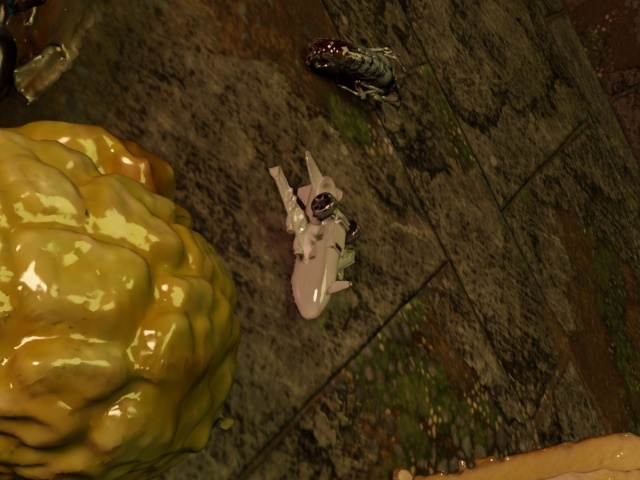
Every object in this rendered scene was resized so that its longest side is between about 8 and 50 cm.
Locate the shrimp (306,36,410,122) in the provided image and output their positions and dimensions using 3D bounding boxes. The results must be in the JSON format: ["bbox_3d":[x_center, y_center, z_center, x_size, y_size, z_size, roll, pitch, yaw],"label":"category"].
[{"bbox_3d":[0.059,-0.199,1.037,0.174,0.076,0.082,14,81,-51],"label":"shrimp"}]

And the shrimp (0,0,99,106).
[{"bbox_3d":[-0.242,-0.241,0.611,0.221,0.110,0.445,27,45,-37],"label":"shrimp"}]

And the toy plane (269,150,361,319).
[{"bbox_3d":[0.000,0.000,0.836,0.162,0.066,0.171,46,31,-46],"label":"toy plane"}]

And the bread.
[{"bbox_3d":[0.229,0.292,0.797,0.246,0.239,0.111,56,27,-32],"label":"bread"}]

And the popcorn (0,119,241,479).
[{"bbox_3d":[-0.150,0.035,0.482,0.237,0.206,0.251,39,27,-14],"label":"popcorn"}]

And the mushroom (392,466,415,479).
[{"bbox_3d":[0.086,0.271,0.824,0.049,0.019,0.101,24,51,-44],"label":"mushroom"}]
